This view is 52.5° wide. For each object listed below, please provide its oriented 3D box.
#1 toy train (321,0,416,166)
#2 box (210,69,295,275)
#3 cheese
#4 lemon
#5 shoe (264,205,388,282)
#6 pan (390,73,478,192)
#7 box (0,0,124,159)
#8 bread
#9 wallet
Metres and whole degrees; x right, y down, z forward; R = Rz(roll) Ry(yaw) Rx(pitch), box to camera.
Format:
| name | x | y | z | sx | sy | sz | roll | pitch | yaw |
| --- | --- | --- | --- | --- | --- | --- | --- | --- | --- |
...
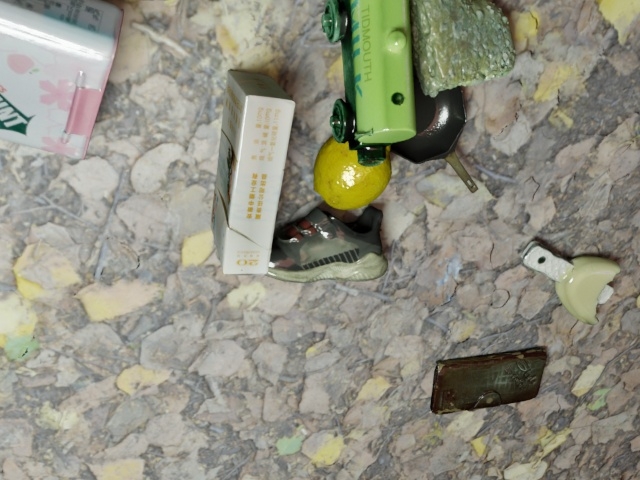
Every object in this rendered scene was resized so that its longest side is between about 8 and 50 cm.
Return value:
| name | x | y | z | sx | sy | sz | roll | pitch | yaw |
| --- | --- | --- | --- | --- | --- | --- | --- | --- | --- |
| toy train | 0.068 | -0.223 | 0.799 | 0.105 | 0.157 | 0.254 | -2 | 88 | -15 |
| box | -0.095 | -0.090 | 0.851 | 0.066 | 0.149 | 0.233 | 4 | 114 | -16 |
| cheese | 0.444 | 0.065 | 1.158 | 0.235 | 0.050 | 0.127 | 24 | 108 | -25 |
| lemon | 0.047 | -0.103 | 0.913 | 0.133 | 0.109 | 0.109 | -38 | 121 | 16 |
| shoe | 0.000 | 0.000 | 0.964 | 0.227 | 0.099 | 0.112 | 2 | 108 | -23 |
| pan | 0.153 | -0.150 | 0.958 | 0.128 | 0.048 | 0.202 | -19 | 118 | -7 |
| box | -0.414 | -0.219 | 0.683 | 0.369 | 0.112 | 0.190 | 16 | 135 | -23 |
| bread | 0.174 | -0.273 | 0.865 | 0.232 | 0.064 | 0.173 | 32 | 75 | -28 |
| wallet | 0.320 | 0.269 | 1.229 | 0.232 | 0.031 | 0.122 | -5 | 115 | -16 |
